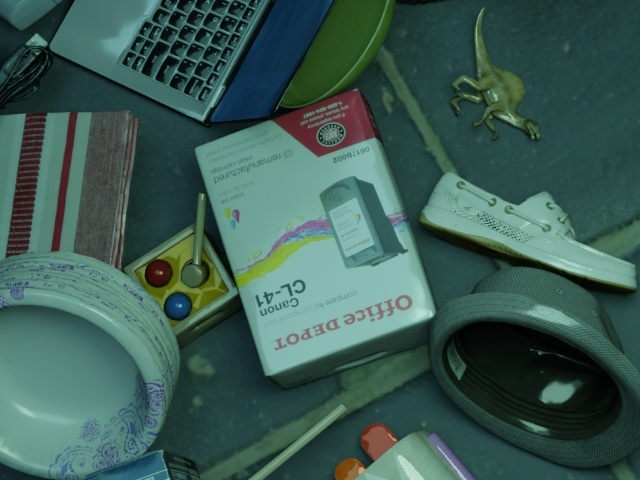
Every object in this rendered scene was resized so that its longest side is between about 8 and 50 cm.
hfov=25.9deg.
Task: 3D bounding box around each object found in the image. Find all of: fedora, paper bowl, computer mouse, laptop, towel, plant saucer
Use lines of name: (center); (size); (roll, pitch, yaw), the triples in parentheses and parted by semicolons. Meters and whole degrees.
fedora: (0.261, 0.129, 1.616); (0.275, 0.243, 0.124); (29, 50, -1)
paper bowl: (-0.311, 0.139, 1.680); (0.284, 0.284, 0.148); (-1, 33, 9)
computer mouse: (-0.498, -0.255, 1.854); (0.272, 0.072, 0.188); (39, 85, 29)
laptop: (-0.125, -0.363, 1.760); (0.408, 0.236, 0.382); (26, 82, 14)
towel: (-0.391, -0.050, 1.808); (0.329, 0.037, 0.237); (1, 78, 24)
plant saucer: (0.017, -0.269, 1.758); (0.241, 0.037, 0.241); (-31, 45, 37)

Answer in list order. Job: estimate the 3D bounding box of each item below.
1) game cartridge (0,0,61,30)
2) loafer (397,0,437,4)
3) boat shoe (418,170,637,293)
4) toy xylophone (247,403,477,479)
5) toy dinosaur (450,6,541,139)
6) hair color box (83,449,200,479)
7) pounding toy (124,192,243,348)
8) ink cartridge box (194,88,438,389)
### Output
game cartridge: (-0.371, -0.440, 1.901); (0.198, 0.062, 0.297); (35, 85, 29)
loafer: (0.248, -0.399, 1.756); (0.366, 0.134, 0.130); (-7, 76, 8)
boat shoe: (0.260, -0.015, 1.684); (0.277, 0.098, 0.096); (21, 82, 15)
toy xylophone: (0.030, 0.337, 1.651); (0.323, 0.081, 0.236); (-33, 74, 1)
toy dinosaur: (0.211, -0.195, 1.768); (0.093, 0.053, 0.183); (-24, 81, -12)
hair color box: (-0.159, 0.428, 1.615); (0.105, 0.174, 0.347); (-20, 75, 3)
pounding toy: (-0.162, 0.038, 1.743); (0.141, 0.100, 0.130); (-33, 74, 1)
ink cartridge box: (0.000, 0.000, 1.710); (0.226, 0.131, 0.306); (-20, 73, 4)
